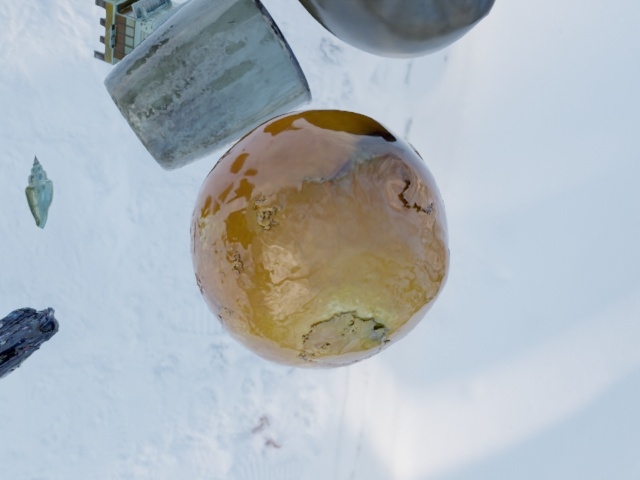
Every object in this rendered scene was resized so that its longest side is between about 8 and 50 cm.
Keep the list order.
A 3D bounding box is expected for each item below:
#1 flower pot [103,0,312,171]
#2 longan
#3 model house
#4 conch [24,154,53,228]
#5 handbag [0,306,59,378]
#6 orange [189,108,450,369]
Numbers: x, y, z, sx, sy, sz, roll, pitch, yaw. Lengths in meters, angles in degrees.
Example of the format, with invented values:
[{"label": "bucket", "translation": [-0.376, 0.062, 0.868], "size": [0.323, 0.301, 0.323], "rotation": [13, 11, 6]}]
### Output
[{"label": "flower pot", "translation": [-0.225, -0.308, 1.311], "size": [0.330, 0.293, 0.294], "rotation": [-35, 125, -1]}, {"label": "longan", "translation": [0.092, -0.394, 0.850], "size": [0.318, 0.319, 0.319], "rotation": [-12, 117, -26]}, {"label": "model house", "translation": [-0.465, -0.566, 1.791], "size": [0.215, 0.224, 0.198], "rotation": [23, 128, 5]}, {"label": "conch", "translation": [-0.689, -0.117, 1.616], "size": [0.065, 0.088, 0.180], "rotation": [-3, 92, -46]}, {"label": "handbag", "translation": [-0.693, 0.233, 1.440], "size": [0.260, 0.162, 0.113], "rotation": [-43, 111, -45]}, {"label": "orange", "translation": [0.000, 0.000, 0.628], "size": [0.246, 0.246, 0.246], "rotation": [-12, 117, -26]}]
